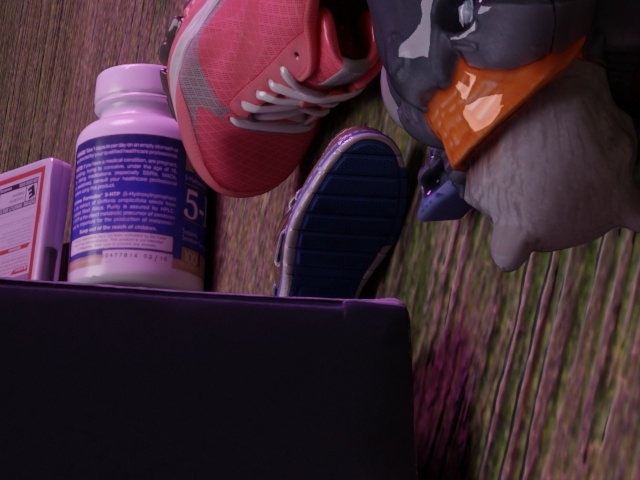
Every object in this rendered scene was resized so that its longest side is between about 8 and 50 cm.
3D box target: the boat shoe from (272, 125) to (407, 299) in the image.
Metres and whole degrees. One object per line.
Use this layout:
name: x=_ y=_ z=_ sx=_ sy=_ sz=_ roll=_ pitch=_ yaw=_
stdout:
boat shoe: x=0.000 y=0.000 z=1.048 sx=0.066 sy=0.066 sz=0.183 roll=-107 pitch=31 yaw=-52

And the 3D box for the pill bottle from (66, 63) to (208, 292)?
pill bottle: x=-0.146 y=-0.043 z=1.401 sx=0.112 sy=0.112 sz=0.187 roll=145 pitch=129 yaw=-64

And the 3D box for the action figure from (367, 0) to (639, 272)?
action figure: x=0.042 y=-0.124 z=0.782 sx=0.330 sy=0.178 sz=0.341 roll=65 pitch=152 yaw=24

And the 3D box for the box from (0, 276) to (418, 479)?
box: x=-0.140 y=0.190 z=0.991 sx=0.395 sy=0.293 sz=0.212 roll=124 pitch=147 yaw=-61

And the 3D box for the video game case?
video game case: x=-0.289 y=0.087 z=1.405 sx=0.204 sy=0.025 sz=0.285 roll=-14 pitch=64 yaw=42

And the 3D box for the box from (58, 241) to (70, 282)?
box: x=-0.183 y=0.058 z=1.454 sx=0.028 sy=0.136 sz=0.081 roll=-8 pitch=71 yaw=27

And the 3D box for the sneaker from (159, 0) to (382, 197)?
sneaker: x=-0.018 y=-0.126 z=1.076 sx=0.314 sy=0.116 sz=0.136 roll=111 pitch=147 yaw=-41
